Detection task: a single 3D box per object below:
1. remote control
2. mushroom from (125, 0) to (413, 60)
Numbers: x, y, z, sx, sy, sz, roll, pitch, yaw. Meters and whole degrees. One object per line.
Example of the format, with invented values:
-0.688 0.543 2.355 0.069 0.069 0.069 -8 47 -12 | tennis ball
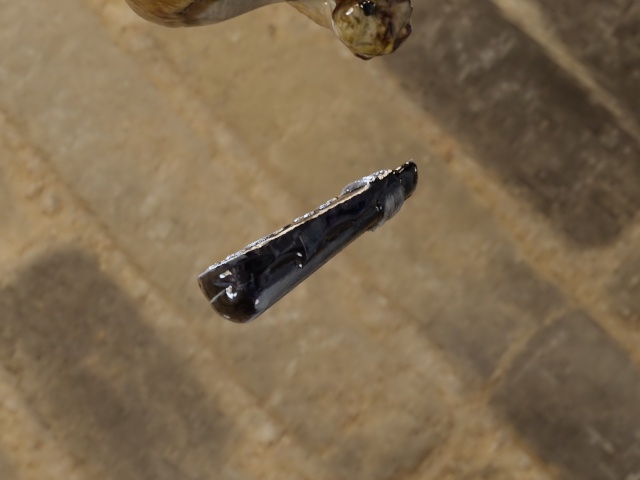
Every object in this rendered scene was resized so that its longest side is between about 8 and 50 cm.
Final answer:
0.000 0.000 1.830 0.266 0.090 0.066 -31 -84 -29 | remote control
-0.064 -0.272 1.714 0.267 0.267 0.254 -13 -86 -43 | mushroom
